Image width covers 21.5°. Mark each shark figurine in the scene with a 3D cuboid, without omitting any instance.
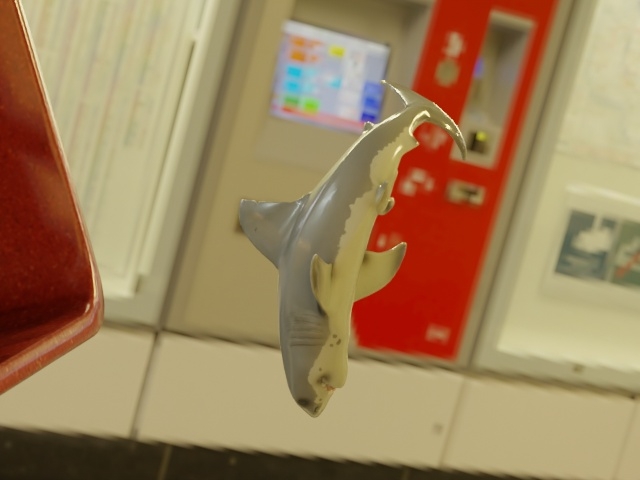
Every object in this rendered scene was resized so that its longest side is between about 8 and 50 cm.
[{"bbox_3d":[0.005,-0.028,1.242,0.116,0.278,0.166,16,-20,24],"label":"shark figurine"}]

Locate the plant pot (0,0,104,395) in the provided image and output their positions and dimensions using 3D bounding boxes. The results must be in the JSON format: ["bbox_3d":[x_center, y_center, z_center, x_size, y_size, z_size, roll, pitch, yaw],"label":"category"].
[{"bbox_3d":[-0.224,-0.058,0.353,0.236,0.267,0.267,-15,5,11],"label":"plant pot"}]
